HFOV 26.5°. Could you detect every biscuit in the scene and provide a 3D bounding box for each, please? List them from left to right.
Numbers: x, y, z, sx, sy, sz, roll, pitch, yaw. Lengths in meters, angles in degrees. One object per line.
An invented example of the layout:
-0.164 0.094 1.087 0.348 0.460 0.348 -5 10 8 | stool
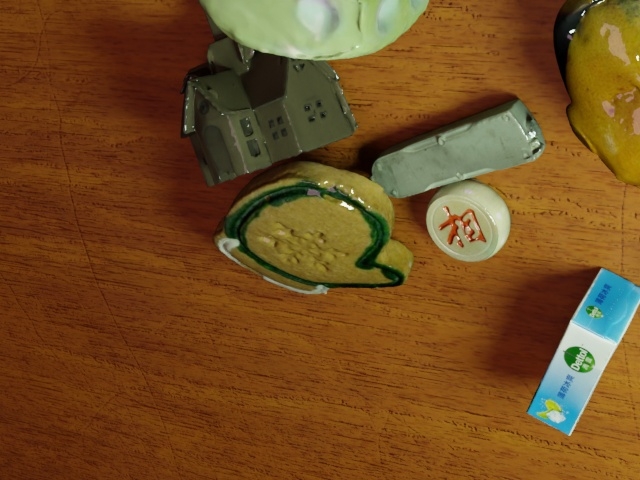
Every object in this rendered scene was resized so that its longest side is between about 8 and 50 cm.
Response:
-0.001 0.002 2.014 0.287 0.057 0.344 26 150 -16 | biscuit

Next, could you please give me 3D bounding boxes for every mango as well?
0.392 -0.193 1.626 0.201 0.152 0.287 7 125 34 | mango

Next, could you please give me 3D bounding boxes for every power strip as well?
0.183 -0.119 1.883 0.286 0.048 0.080 -18 109 39 | power strip

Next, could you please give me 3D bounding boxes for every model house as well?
-0.113 -0.218 1.914 0.211 0.204 0.243 -17 95 37 | model house

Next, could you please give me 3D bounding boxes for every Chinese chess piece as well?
0.209 -0.028 1.931 0.122 0.051 0.122 17 130 21 | Chinese chess piece

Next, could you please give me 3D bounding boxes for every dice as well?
-0.006 -0.380 1.673 0.250 0.254 0.252 16 130 26 | dice

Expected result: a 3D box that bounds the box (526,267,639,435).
0.370 0.156 1.902 0.073 0.139 0.194 28 132 12 | box
